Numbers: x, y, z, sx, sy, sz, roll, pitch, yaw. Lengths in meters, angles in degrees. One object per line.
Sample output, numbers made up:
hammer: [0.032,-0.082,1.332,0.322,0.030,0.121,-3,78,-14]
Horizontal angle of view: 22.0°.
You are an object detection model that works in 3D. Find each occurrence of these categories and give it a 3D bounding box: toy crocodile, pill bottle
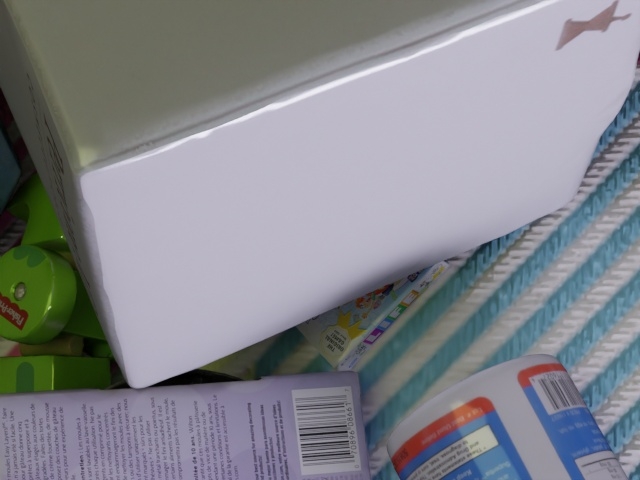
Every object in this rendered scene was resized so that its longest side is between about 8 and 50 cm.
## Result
toy crocodile: [-0.189,0.115,1.137,0.105,0.115,0.340,-6,75,34]
pill bottle: [0.140,0.190,0.985,0.124,0.124,0.221,-32,70,13]

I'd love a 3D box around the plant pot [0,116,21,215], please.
plant pot: [-0.327,-0.071,1.158,0.195,0.290,0.290,-25,71,-7]

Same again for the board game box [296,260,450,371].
board game box: [0.000,0.000,1.129,0.103,0.026,0.154,-47,68,8]

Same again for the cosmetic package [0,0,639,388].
cosmetic package: [-0.047,-0.189,0.967,0.327,0.329,0.393,-22,70,-11]

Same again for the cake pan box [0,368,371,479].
cake pan box: [-0.084,0.211,1.030,0.246,0.070,0.266,-3,77,-21]
